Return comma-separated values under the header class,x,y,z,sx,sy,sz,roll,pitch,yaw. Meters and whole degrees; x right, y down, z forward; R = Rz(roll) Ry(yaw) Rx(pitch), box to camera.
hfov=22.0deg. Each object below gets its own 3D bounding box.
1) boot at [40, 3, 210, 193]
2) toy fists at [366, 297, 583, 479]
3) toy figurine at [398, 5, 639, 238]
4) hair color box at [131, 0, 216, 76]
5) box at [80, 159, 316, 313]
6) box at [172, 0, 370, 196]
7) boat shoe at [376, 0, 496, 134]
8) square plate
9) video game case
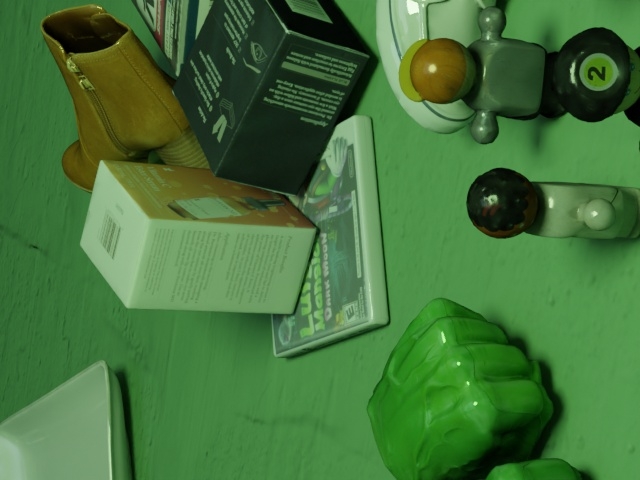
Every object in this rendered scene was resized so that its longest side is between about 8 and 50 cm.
class,x,y,z,sx,sy,sz,roll,pitch,yaw
boot,-0.227,-0.150,1.713,0.295,0.211,0.104,6,50,50
toy fists,0.129,0.174,1.221,0.142,0.096,0.279,117,141,-49
toy figurine,0.165,-0.112,1.135,0.209,0.148,0.213,-53,45,42
hair color box,-0.150,-0.332,1.673,0.347,0.105,0.174,-122,32,-44
box,-0.113,-0.003,1.510,0.130,0.170,0.091,44,124,52
box,-0.049,-0.153,1.515,0.158,0.093,0.156,-61,34,25
boat shoe,0.099,-0.216,1.303,0.084,0.095,0.258,-26,66,59
square plate,-0.291,0.347,1.922,0.344,0.049,0.347,-31,61,53
video game case,0.000,0.000,1.510,0.173,0.022,0.190,-24,67,56
